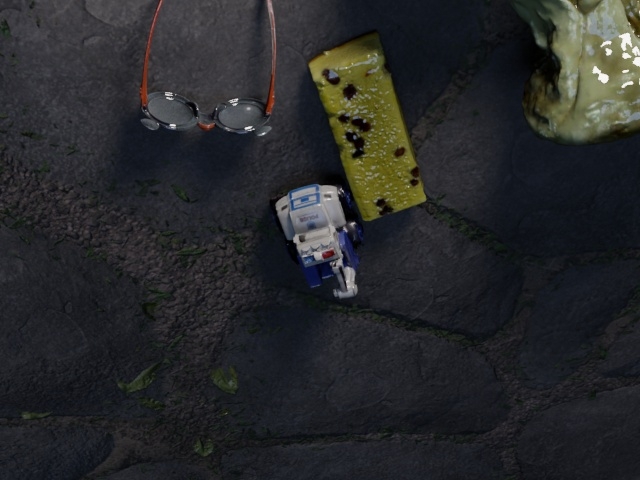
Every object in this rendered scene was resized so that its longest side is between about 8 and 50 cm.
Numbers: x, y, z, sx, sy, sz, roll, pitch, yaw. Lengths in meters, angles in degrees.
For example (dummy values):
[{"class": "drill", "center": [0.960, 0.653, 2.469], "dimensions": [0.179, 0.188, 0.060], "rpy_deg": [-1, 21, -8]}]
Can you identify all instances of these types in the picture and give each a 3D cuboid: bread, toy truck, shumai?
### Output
[{"class": "bread", "center": [0.091, -0.199, 1.881], "dimensions": [0.138, 0.077, 0.361], "rpy_deg": [-17, 130, 6]}, {"class": "toy truck", "center": [0.000, 0.000, 1.977], "dimensions": [0.161, 0.177, 0.213], "rpy_deg": [-16, 131, 8]}, {"class": "shumai", "center": [0.471, -0.367, 1.652], "dimensions": [0.397, 0.324, 0.323], "rpy_deg": [-28, 114, 11]}]

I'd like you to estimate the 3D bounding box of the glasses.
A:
[{"class": "glasses", "center": [-0.187, -0.306, 1.732], "dimensions": [0.234, 0.118, 0.268], "rpy_deg": [3, 130, -7]}]
